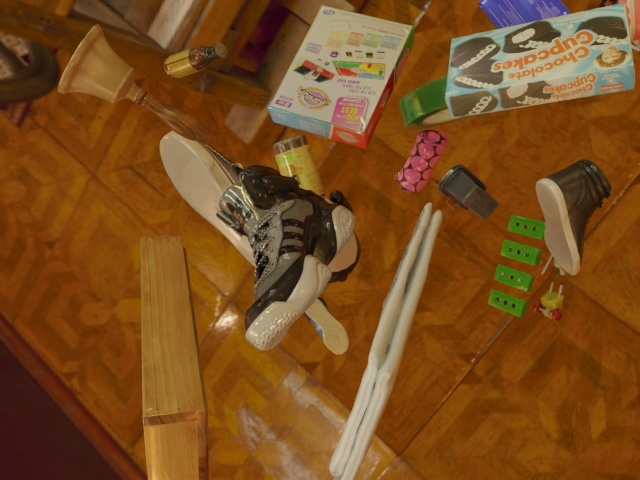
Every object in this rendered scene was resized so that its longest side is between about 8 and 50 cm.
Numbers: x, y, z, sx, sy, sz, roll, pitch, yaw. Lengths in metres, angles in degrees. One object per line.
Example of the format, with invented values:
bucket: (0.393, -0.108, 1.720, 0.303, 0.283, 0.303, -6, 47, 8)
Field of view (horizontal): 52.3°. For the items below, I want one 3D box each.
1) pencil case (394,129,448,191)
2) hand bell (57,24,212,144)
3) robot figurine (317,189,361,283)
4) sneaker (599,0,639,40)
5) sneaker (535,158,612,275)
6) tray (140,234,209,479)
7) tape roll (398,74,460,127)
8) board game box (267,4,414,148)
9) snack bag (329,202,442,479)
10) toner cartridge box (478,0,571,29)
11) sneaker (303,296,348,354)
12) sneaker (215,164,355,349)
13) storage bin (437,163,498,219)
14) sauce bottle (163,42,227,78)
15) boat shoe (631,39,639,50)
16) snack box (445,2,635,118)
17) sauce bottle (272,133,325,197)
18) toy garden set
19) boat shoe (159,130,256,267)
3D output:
pencil case: (0.304, -0.243, 1.971, 0.098, 0.095, 0.209, 28, 135, 5)
hand bell: (-0.286, -0.232, 1.070, 0.242, 0.126, 0.126, 30, 108, -17)
robot figurine: (0.001, 0.002, 1.616, 0.174, 0.278, 0.209, -17, 56, 14)
sneaker: (0.671, -0.580, 1.384, 0.136, 0.116, 0.313, -13, 115, -2)
sneaker: (0.574, -0.051, 1.434, 0.147, 0.295, 0.104, -32, 39, -6)
tray: (-0.210, 0.176, 0.918, 0.076, 0.411, 0.202, -3, 119, -13)
tape roll: (0.380, -0.393, 1.803, 0.321, 0.321, 0.077, -17, 88, 24)
board game box: (0.053, -0.389, 1.523, 0.242, 0.064, 0.316, 20, 71, 17)
snack bag: (0.062, 0.165, 0.777, 0.037, 0.323, 0.342, 19, 124, 7)
toner cartridge box: (0.599, -0.558, 1.756, 0.165, 0.075, 0.347, -38, 85, 25)
sneaker: (0.009, 0.183, 1.468, 0.058, 0.084, 0.152, -37, 101, 0)
sneaker: (-0.062, 0.007, 0.744, 0.153, 0.268, 0.101, 36, 123, -3)
storage bin: (0.365, -0.107, 1.597, 0.098, 0.135, 0.091, -50, 38, 12)
sauce bottle: (-0.214, -0.309, 1.116, 0.128, 0.042, 0.042, -3, 93, 37)
boat shoe: (0.851, -0.572, 1.716, 0.157, 0.367, 0.135, 21, 86, 39)
snack box: (0.403, -0.334, 1.218, 0.322, 0.060, 0.187, -5, 50, 24)
sauce bottle: (-0.041, -0.137, 1.928, 0.111, 0.111, 0.344, -17, 95, 24)
toy garden set: (0.542, 0.075, 1.636, 0.204, 0.049, 0.244, 22, 101, 52)
boat shoe: (-0.157, -0.102, 1.295, 0.340, 0.158, 0.127, 50, 137, -9)
